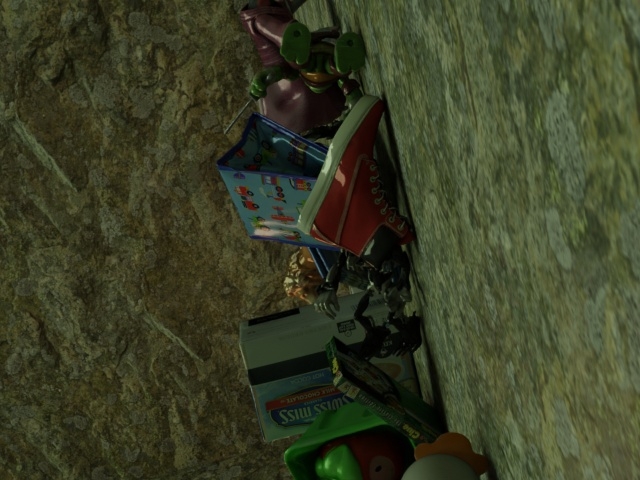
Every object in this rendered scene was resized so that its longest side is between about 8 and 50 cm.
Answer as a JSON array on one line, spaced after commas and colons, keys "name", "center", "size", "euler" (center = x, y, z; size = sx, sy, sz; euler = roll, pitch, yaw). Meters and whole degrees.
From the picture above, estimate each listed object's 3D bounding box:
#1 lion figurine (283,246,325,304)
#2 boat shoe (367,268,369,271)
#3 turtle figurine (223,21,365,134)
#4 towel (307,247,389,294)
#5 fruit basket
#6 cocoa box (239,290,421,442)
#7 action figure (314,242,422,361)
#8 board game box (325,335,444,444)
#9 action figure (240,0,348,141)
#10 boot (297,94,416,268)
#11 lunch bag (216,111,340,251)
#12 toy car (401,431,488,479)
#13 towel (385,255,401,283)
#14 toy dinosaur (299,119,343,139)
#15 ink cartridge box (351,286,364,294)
[{"name": "lion figurine", "center": [0.000, 0.000, 2.327], "size": [0.392, 0.240, 0.142], "euler": [79, 177, -46]}, {"name": "boat shoe", "center": [0.081, -0.026, 1.814], "size": [0.095, 0.079, 0.254], "euler": [56, -162, -54]}, {"name": "turtle figurine", "center": [-0.013, -0.254, 1.576], "size": [0.198, 0.274, 0.266], "euler": [42, 171, 4]}, {"name": "towel", "center": [0.044, 0.007, 1.850], "size": [0.285, 0.034, 0.209], "euler": [16, -136, -60]}, {"name": "fruit basket", "center": [0.086, 0.515, 1.670], "size": [0.392, 0.283, 0.392], "euler": [56, -158, -38]}, {"name": "cocoa box", "center": [0.016, 0.263, 1.969], "size": [0.231, 0.347, 0.227], "euler": [-120, 16, -83]}, {"name": "action figure", "center": [0.085, 0.081, 1.510], "size": [0.141, 0.164, 0.275], "euler": [-60, -42, -48]}, {"name": "board game box", "center": [0.118, 0.277, 1.589], "size": [0.260, 0.030, 0.136], "euler": [38, -167, -20]}, {"name": "action figure", "center": [-0.085, -0.396, 1.887], "size": [0.248, 0.276, 0.370], "euler": [-92, -24, -65]}, {"name": "boot", "center": [0.089, -0.087, 1.390], "size": [0.244, 0.176, 0.088], "euler": [-68, -14, 16]}, {"name": "lunch bag", "center": [-0.003, -0.073, 1.581], "size": [0.138, 0.293, 0.221], "euler": [-58, -28, -25]}, {"name": "toy car", "center": [0.172, 0.366, 1.164], "size": [0.219, 0.210, 0.237], "euler": [52, -130, -61]}, {"name": "towel", "center": [0.134, 0.039, 1.670], "size": [0.119, 0.029, 0.067], "euler": [-105, 0, -78]}, {"name": "toy dinosaur", "center": [-0.035, -0.202, 2.251], "size": [0.322, 0.219, 0.164], "euler": [89, 168, -84]}, {"name": "ink cartridge box", "center": [0.134, 0.205, 2.206], "size": [0.190, 0.082, 0.139], "euler": [76, 180, -57]}]
